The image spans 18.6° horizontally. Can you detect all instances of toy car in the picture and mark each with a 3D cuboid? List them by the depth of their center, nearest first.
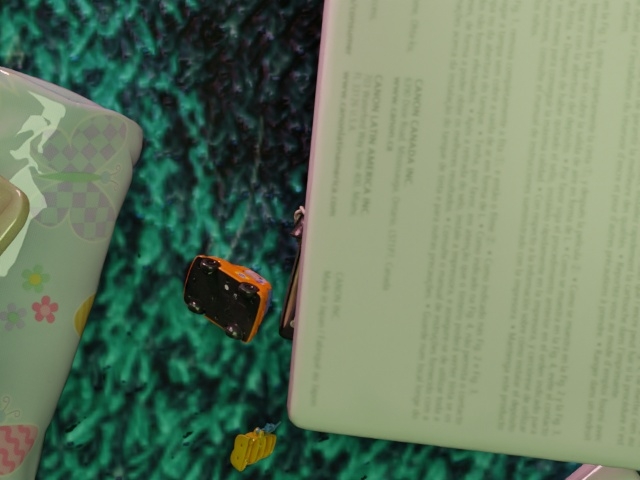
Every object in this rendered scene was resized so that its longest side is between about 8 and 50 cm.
[{"bbox_3d":[-0.051,0.069,1.162,0.040,0.060,0.122,-12,109,-51],"label":"toy car"}]

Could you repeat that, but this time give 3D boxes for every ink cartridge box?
[{"bbox_3d":[0.186,-0.031,1.069,0.385,0.091,0.308,6,97,5],"label":"ink cartridge box"}]

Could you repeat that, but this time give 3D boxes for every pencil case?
[{"bbox_3d":[-0.192,0.037,1.095,0.124,0.113,0.273,18,84,-18],"label":"pencil case"}]

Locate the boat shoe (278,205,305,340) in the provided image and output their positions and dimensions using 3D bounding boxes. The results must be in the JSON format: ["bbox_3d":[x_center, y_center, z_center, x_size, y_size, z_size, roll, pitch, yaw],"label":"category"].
[{"bbox_3d":[0.000,0.000,1.161,0.038,0.046,0.125,8,93,-12],"label":"boat shoe"}]

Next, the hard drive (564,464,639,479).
[{"bbox_3d":[0.117,0.298,1.158,0.307,0.040,0.203,-38,92,-8],"label":"hard drive"}]

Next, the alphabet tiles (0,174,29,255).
[{"bbox_3d":[-0.283,0.053,1.027,0.278,0.284,0.021,-51,137,-6],"label":"alphabet tiles"}]
